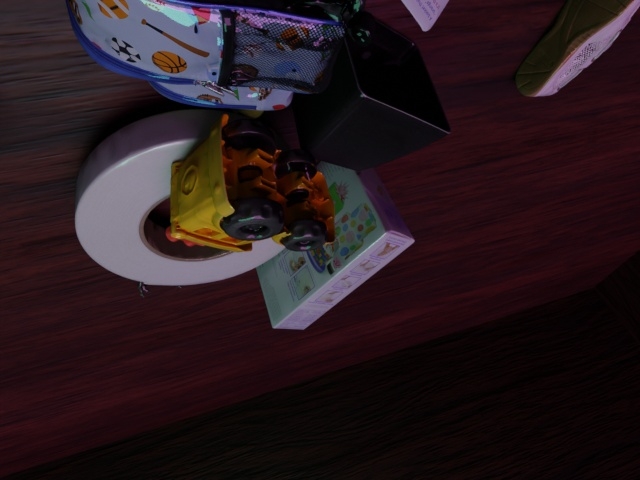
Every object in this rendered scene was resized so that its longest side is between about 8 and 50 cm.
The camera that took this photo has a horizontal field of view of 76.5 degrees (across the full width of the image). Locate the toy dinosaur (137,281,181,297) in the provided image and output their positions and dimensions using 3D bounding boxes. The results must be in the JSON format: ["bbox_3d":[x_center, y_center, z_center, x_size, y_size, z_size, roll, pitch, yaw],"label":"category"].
[{"bbox_3d":[-0.343,0.060,0.890,0.268,0.064,0.118,3,125,-33],"label":"toy dinosaur"}]

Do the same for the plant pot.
[{"bbox_3d":[0.055,-0.216,0.632,0.187,0.188,0.167,7,151,-38],"label":"plant pot"}]

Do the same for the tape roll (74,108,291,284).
[{"bbox_3d":[-0.211,-0.049,0.717,0.392,0.072,0.392,-16,148,-10],"label":"tape roll"}]

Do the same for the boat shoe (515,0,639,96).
[{"bbox_3d":[0.478,-0.375,0.718,0.096,0.098,0.277,-4,152,-27],"label":"boat shoe"}]

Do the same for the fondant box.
[{"bbox_3d":[0.000,0.000,0.838,0.096,0.238,0.330,15,132,-42],"label":"fondant box"}]

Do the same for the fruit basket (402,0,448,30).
[{"bbox_3d":[0.100,-0.416,0.300,0.327,0.165,0.353,21,111,-47],"label":"fruit basket"}]

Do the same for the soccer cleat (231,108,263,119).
[{"bbox_3d":[-0.150,-0.233,0.591,0.179,0.060,0.072,8,127,-48],"label":"soccer cleat"}]

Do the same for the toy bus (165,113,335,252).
[{"bbox_3d":[-0.114,-0.044,0.594,0.211,0.149,0.220,-26,152,32],"label":"toy bus"}]

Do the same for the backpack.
[{"bbox_3d":[-0.115,-0.266,0.401,0.263,0.276,0.213,0,154,-25],"label":"backpack"}]
